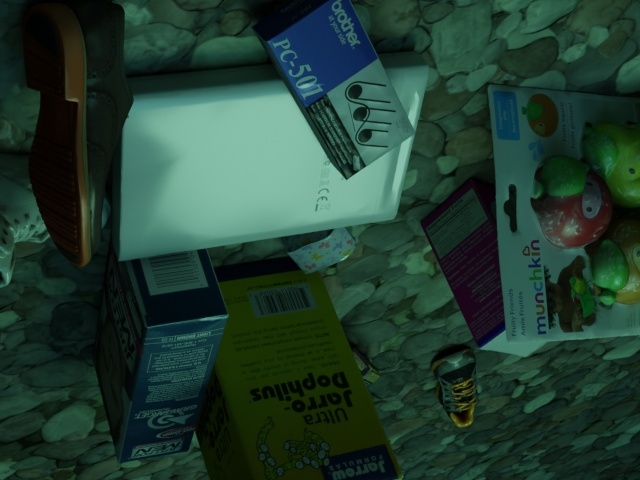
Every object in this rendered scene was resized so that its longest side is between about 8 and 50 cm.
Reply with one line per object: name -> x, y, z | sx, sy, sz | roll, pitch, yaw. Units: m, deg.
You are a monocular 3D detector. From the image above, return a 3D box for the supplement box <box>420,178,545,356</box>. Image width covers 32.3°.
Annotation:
supplement box -> 0.247, 0.038, 1.539 | 0.111, 0.220, 0.114 | 15, 134, -43

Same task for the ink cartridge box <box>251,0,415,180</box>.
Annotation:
ink cartridge box -> 0.018, -0.169, 1.182 | 0.097, 0.046, 0.207 | -34, 131, -3

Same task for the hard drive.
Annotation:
hard drive -> -0.061, -0.097, 1.273 | 0.353, 0.047, 0.233 | -9, 134, -21

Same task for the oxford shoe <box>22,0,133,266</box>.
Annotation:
oxford shoe -> -0.224, -0.101, 1.087 | 0.098, 0.097, 0.271 | -21, 128, -41

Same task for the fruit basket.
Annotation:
fruit basket -> 0.371, -0.037, 1.438 | 0.353, 0.327, 0.165 | 1, 173, -37

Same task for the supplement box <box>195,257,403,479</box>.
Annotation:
supplement box -> -0.060, 0.225, 1.500 | 0.195, 0.356, 0.194 | -8, 145, -22

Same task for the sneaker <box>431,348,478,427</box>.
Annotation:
sneaker -> 0.256, 0.268, 2.021 | 0.084, 0.083, 0.215 | -19, 147, -2

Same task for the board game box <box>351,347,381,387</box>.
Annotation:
board game box -> 0.024, 0.240, 1.791 | 0.141, 0.048, 0.170 | -41, 167, -1

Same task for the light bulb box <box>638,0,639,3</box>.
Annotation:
light bulb box -> 0.514, -0.290, 1.076 | 0.358, 0.361, 0.225 | -28, 150, 9

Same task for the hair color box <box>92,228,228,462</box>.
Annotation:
hair color box -> -0.217, 0.130, 1.433 | 0.105, 0.174, 0.347 | -7, 145, -21

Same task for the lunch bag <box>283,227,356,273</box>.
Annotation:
lunch bag -> 0.000, 0.000, 1.489 | 0.083, 0.053, 0.071 | -20, 147, 14

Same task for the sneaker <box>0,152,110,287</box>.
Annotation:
sneaker -> -0.332, -0.008, 1.160 | 0.292, 0.169, 0.108 | 14, 131, -46
